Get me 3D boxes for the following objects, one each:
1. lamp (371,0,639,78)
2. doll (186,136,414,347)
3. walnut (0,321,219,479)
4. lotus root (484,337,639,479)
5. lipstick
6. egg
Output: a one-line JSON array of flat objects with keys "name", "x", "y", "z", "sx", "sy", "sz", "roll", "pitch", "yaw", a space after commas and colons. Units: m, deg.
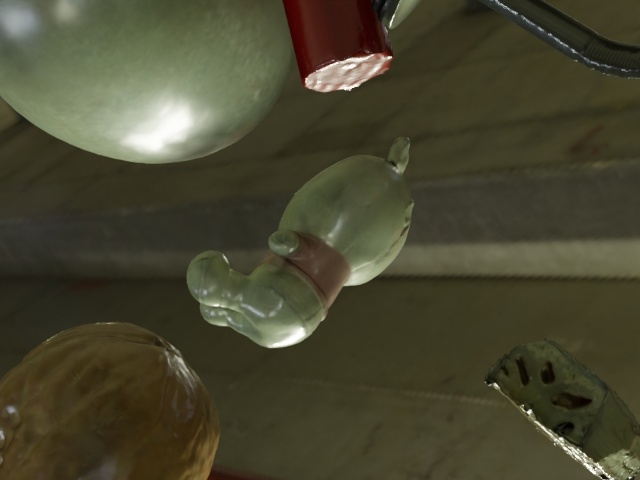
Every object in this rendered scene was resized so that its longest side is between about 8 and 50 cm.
[{"name": "lamp", "x": 0.155, "y": -0.131, "z": 0.782, "sx": 0.283, "sy": 0.124, "sz": 0.203, "roll": 25, "pitch": -132, "yaw": 21}, {"name": "doll", "x": 0.006, "y": 0.009, "z": 1.200, "sx": 0.275, "sy": 0.155, "sz": 0.113, "roll": -36, "pitch": -121, "yaw": -24}, {"name": "walnut", "x": -0.280, "y": 0.262, "z": 1.557, "sx": 0.333, "sy": 0.332, "sz": 0.333, "roll": -25, "pitch": -161, "yaw": 10}, {"name": "lotus root", "x": 0.232, "y": 0.152, "z": 1.101, "sx": 0.070, "sy": 0.144, "sz": 0.143, "roll": -50, "pitch": -138, "yaw": -3}, {"name": "lipstick", "x": -0.011, "y": -0.249, "z": 0.929, "sx": 0.073, "sy": 0.279, "sz": 0.073, "roll": -13, "pitch": 166, "yaw": -3}, {"name": "egg", "x": -0.158, "y": -0.197, "z": 1.055, "sx": 0.258, "sy": 0.258, "sz": 0.352, "roll": -21, "pitch": 165, "yaw": 22}]
